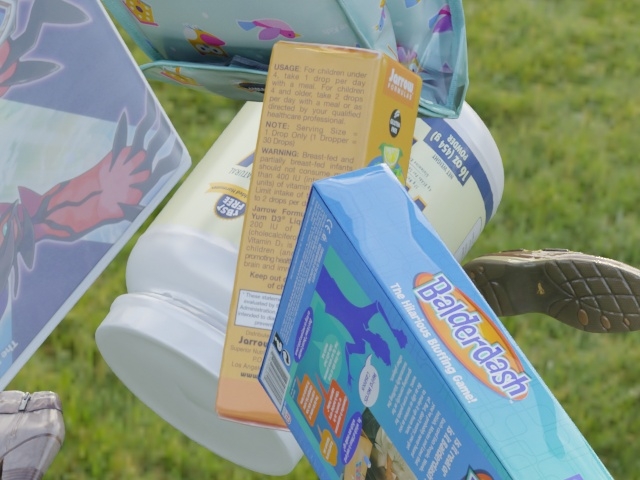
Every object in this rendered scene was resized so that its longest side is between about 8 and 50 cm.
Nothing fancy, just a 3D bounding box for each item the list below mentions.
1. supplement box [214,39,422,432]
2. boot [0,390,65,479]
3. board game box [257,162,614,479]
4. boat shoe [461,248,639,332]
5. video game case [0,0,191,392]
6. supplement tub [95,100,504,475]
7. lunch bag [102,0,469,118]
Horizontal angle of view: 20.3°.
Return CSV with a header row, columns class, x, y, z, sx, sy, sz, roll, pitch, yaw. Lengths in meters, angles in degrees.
class,x,y,z,sx,sy,sz,roll,pitch,yaw
supplement box,0.000,0.000,1.090,0.080,0.233,0.078,5,-4,24
boot,-0.243,0.151,1.305,0.118,0.042,0.087,-4,50,13
board game box,0.049,0.092,0.861,0.047,0.160,0.210,-16,56,-27
boat shoe,0.204,0.033,1.477,0.178,0.064,0.060,6,25,29
video game case,-0.146,-0.017,0.674,0.023,0.183,0.201,23,65,35
supplement tub,-0.017,0.012,1.519,0.235,0.235,0.325,24,65,26
lunch bag,-0.032,-0.183,1.225,0.223,0.262,0.160,7,51,35
